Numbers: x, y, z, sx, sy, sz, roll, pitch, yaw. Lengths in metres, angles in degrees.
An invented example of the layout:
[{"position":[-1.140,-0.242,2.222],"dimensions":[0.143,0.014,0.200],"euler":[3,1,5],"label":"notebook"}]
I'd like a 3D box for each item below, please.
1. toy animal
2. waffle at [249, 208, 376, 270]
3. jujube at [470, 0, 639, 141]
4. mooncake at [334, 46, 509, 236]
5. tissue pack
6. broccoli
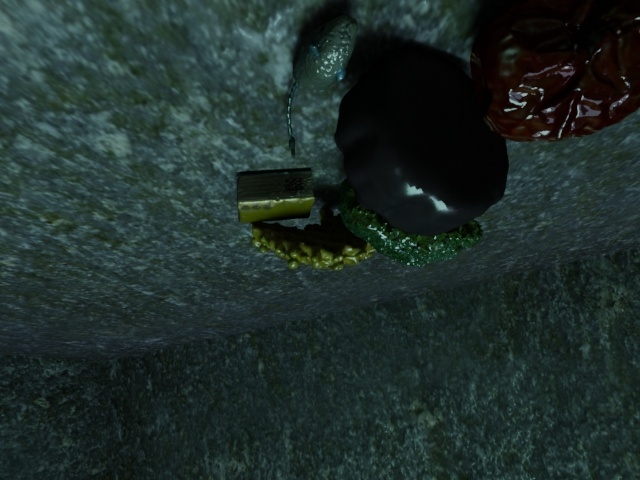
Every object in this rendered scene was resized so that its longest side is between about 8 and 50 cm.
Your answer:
[{"position":[-0.019,-0.231,0.646],"dimensions":[0.070,0.079,0.253],"euler":[21,148,-15],"label":"toy animal"},{"position":[0.000,0.000,1.008],"dimensions":[0.293,0.068,0.260],"euler":[-13,-152,-34],"label":"waffle"},{"position":[0.330,-0.240,0.585],"dimensions":[0.233,0.212,0.213],"euler":[-15,159,13],"label":"jujube"},{"position":[0.152,-0.145,0.669],"dimensions":[0.283,0.282,0.141],"euler":[4,160,-32],"label":"mooncake"},{"position":[-0.101,-0.093,0.966],"dimensions":[0.170,0.082,0.120],"euler":[-5,162,-11],"label":"tissue pack"},{"position":[0.177,-0.082,0.880],"dimensions":[0.308,0.307,0.274],"euler":[-2,129,-19],"label":"broccoli"}]
